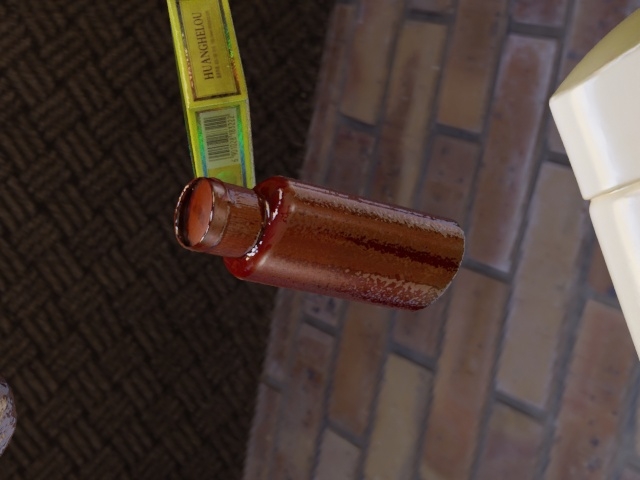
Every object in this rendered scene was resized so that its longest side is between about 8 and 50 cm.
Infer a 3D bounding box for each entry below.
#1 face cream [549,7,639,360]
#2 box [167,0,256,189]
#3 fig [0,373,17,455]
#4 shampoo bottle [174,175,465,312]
[{"bbox_3d":[0.230,0.035,0.642,0.173,0.081,0.348,-19,86,-14],"label":"face cream"},{"bbox_3d":[-0.104,-0.124,1.325,0.064,0.141,0.220,-10,149,-7],"label":"box"},{"bbox_3d":[-0.404,0.169,1.334,0.146,0.201,0.133,-36,138,-47],"label":"fig"},{"bbox_3d":[0.000,0.000,1.145,0.260,0.064,0.102,13,126,-37],"label":"shampoo bottle"}]
